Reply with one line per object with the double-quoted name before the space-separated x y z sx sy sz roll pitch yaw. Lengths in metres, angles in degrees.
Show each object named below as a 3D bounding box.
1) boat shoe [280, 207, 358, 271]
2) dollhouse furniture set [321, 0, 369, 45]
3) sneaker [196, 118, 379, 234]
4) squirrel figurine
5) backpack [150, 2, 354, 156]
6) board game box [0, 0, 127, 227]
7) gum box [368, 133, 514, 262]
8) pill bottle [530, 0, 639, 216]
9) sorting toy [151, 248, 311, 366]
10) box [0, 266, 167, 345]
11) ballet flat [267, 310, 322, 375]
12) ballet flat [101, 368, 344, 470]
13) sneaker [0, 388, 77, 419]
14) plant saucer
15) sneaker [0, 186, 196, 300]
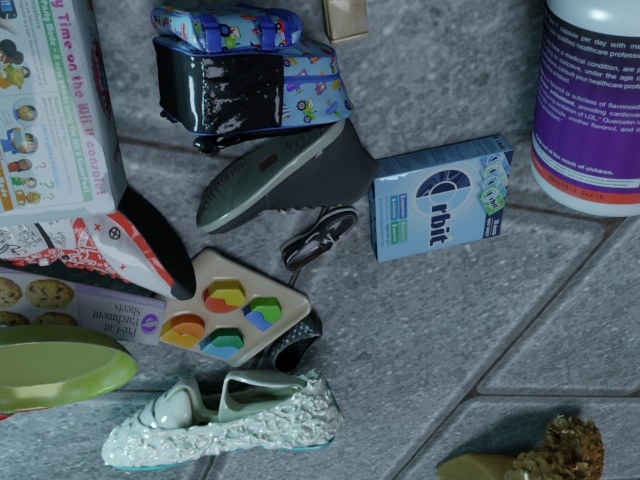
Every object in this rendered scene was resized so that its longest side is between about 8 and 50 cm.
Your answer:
"boat shoe" 0.000 0.000 0.787 0.125 0.038 0.046 -29 134 13
"dollhouse furniture set" 0.080 -0.265 0.507 0.161 0.101 0.181 -14 135 -2
"sneaker" -0.037 -0.056 0.690 0.222 0.083 0.118 -33 134 15
"squirrel figurine" 0.550 0.609 1.385 0.371 0.281 0.397 8 133 -31
"backpack" -0.057 -0.159 0.539 0.173 0.158 0.116 -11 118 -25
"board game box" -0.341 -0.121 0.477 0.304 0.097 0.223 -7 112 -9
"gum box" 0.159 -0.054 0.779 0.185 0.041 0.156 -12 135 -3
"pill bottle" 0.324 -0.190 0.595 0.182 0.181 0.322 -16 136 0
"sorting toy" -0.145 0.116 0.857 0.193 0.038 0.208 -39 131 22
"box" -0.334 0.072 0.674 0.063 0.067 0.324 1 166 39
"ballet flat" -0.046 0.184 0.944 0.058 0.049 0.173 9 130 -23
"ballet flat" -0.168 0.282 0.954 0.409 0.146 0.147 -8 135 3
"sneaker" -0.452 0.213 0.841 0.279 0.107 0.118 -8 154 -6
"plant saucer" -0.347 0.153 0.688 0.241 0.037 0.241 -12 152 -6
"sneaker" -0.275 0.000 0.673 0.145 0.090 0.270 -26 131 11
